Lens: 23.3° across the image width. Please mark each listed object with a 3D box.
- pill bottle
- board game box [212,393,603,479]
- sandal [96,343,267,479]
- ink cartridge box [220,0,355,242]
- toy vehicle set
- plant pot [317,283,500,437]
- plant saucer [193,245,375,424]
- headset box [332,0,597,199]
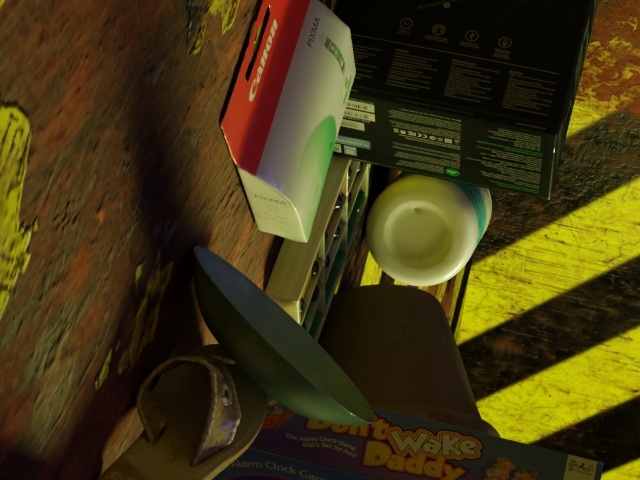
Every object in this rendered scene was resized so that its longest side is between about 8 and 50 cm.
[{"bbox_3d":[0.154,-0.035,2.123,0.264,0.146,0.146,-45,146,-73],"label":"pill bottle"},{"bbox_3d":[0.052,0.255,1.354,0.078,0.347,0.233,-67,166,-47],"label":"board game box"},{"bbox_3d":[-0.095,0.123,1.121,0.240,0.088,0.079,-55,162,-52],"label":"sandal"},{"bbox_3d":[-0.021,-0.122,1.322,0.224,0.056,0.181,81,24,-69],"label":"ink cartridge box"},{"bbox_3d":[0.000,0.000,1.632,0.166,0.035,0.267,89,17,-55],"label":"toy vehicle set"},{"bbox_3d":[0.072,0.179,1.763,0.263,0.263,0.229,83,5,-63],"label":"plant pot"},{"bbox_3d":[-0.039,0.084,1.202,0.037,0.195,0.195,-46,170,4],"label":"plant saucer"},{"bbox_3d":[0.146,-0.214,1.572,0.131,0.246,0.283,81,23,-63],"label":"headset box"}]
